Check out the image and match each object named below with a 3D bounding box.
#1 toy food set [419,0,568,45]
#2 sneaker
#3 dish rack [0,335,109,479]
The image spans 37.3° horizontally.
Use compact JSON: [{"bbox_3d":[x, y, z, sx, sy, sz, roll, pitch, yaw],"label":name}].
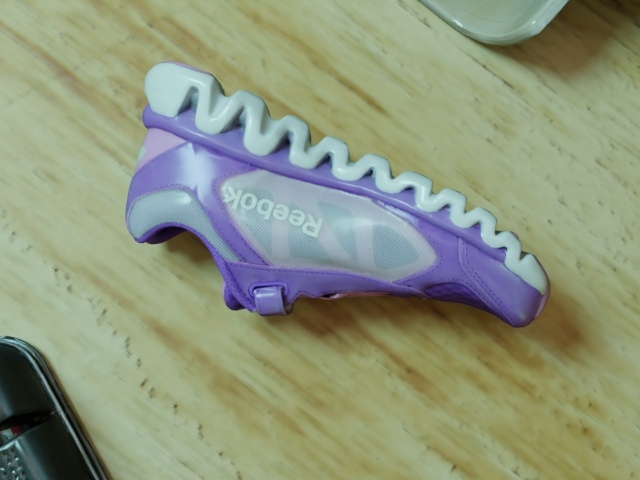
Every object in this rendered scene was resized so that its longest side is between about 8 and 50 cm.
[{"bbox_3d":[0.067,-0.284,0.540,0.306,0.092,0.219,40,80,2],"label":"toy food set"},{"bbox_3d":[0.000,0.000,0.495,0.236,0.095,0.104,24,86,4],"label":"sneaker"},{"bbox_3d":[-0.225,0.191,0.452,0.272,0.074,0.208,-29,83,-7],"label":"dish rack"}]
